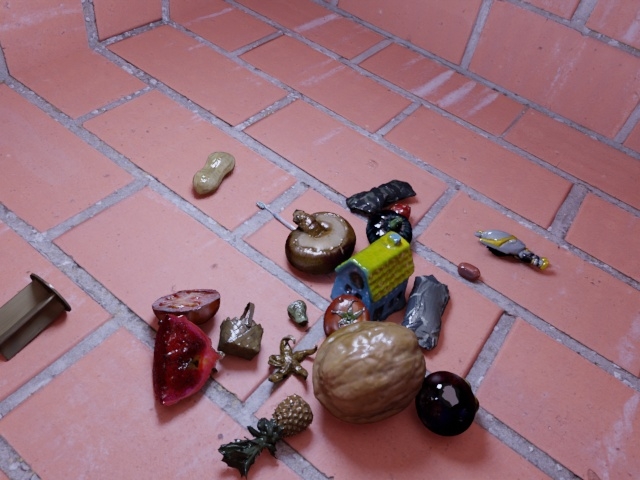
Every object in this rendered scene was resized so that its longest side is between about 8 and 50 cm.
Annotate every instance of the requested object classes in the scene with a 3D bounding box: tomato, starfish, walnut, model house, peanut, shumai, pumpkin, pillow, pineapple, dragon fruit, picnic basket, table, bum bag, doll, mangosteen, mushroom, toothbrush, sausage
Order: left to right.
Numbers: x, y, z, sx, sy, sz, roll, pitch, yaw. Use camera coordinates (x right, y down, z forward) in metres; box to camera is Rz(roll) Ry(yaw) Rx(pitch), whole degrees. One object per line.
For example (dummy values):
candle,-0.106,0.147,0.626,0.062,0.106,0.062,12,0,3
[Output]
table,-0.913,0.238,1.612,0.167,0.167,0.227,30,58,15
tomato,-0.433,0.227,1.716,0.225,0.085,0.225,-2,13,1
dragon fruit,-0.407,0.369,1.618,0.211,0.134,0.262,10,74,-25
peanut,-0.446,-0.291,2.207,0.111,0.125,0.274,20,46,7
picnic basket,-0.254,0.284,1.711,0.137,0.128,0.178,23,54,-19
pineapple,-0.149,0.551,1.495,0.119,0.130,0.277,32,50,33
toothbrush,-0.162,-0.088,2.152,0.269,0.021,0.027,35,28,18
starfish,-0.095,0.394,1.684,0.146,0.074,0.190,26,48,14
shumai,-0.067,0.254,1.816,0.080,0.083,0.082,31,85,42
mushroom,-0.007,0.005,2.011,0.278,0.163,0.297,41,52,13
tomato,0.084,0.274,1.782,0.167,0.167,0.167,6,47,-7
walnut,0.136,0.391,1.582,0.344,0.306,0.306,-23,56,-18
model house,0.193,0.117,1.862,0.237,0.303,0.215,-31,54,-33
bum bag,0.270,-0.193,2.295,0.340,0.095,0.144,-21,37,-30
pumpkin,0.276,-0.034,2.121,0.194,0.150,0.194,-11,57,18
dragon fruit,0.297,-0.097,2.232,0.190,0.094,0.094,-17,49,4
pillow,0.386,0.244,1.909,0.161,0.092,0.335,40,44,-13
mangosteen,0.402,0.502,1.634,0.230,0.194,0.194,8,40,-43
sausage,0.589,0.124,2.092,0.094,0.059,0.054,29,27,17
doll,0.792,0.033,2.196,0.316,0.103,0.145,27,44,5
